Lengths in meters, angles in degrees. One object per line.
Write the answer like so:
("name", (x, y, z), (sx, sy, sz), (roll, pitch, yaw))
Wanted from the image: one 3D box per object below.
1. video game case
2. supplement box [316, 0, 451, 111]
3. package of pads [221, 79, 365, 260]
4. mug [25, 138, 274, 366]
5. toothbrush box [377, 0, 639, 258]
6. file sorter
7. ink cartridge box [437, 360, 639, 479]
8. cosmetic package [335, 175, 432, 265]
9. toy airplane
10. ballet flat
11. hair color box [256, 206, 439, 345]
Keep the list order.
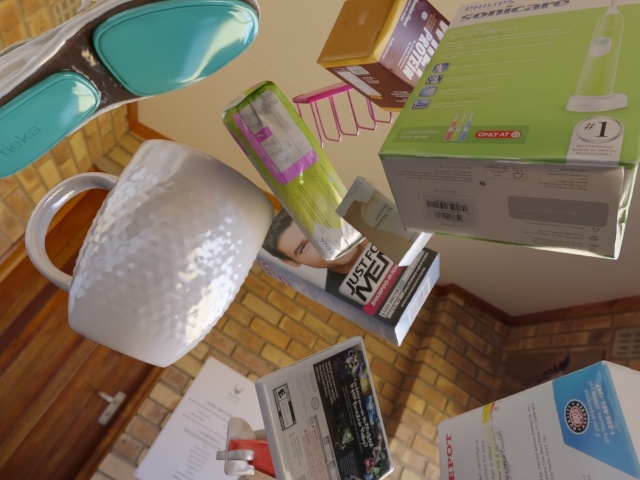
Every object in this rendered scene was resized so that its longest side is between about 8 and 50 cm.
("video game case", (0.012, 0.239, 0.545), (0.022, 0.173, 0.190), (-17, -94, 48))
("supplement box", (0.136, -0.338, 0.790), (0.194, 0.129, 0.191), (23, 5, -32))
("package of pads", (-0.048, -0.122, 0.742), (0.296, 0.101, 0.229), (54, -1, -21))
("mug", (-0.315, 0.016, 0.760), (0.374, 0.328, 0.276), (25, -19, -4))
("toothbrush box", (0.217, -0.139, 0.454), (0.206, 0.283, 0.122), (9, -33, 33))
("file sorter", (0.082, -0.462, 1.532), (0.202, 0.291, 0.182), (-135, -154, -65))
("ink cartridge box", (0.289, 0.288, 0.467), (0.197, 0.198, 0.270), (19, -39, -14))
("cosmetic package", (0.080, -0.025, 0.546), (0.115, 0.060, 0.041), (42, 22, 27))
("toy airplane", (-0.108, 0.610, 1.286), (0.386, 0.272, 0.384), (7, -39, 21))
("ballet flat", (-0.270, -0.223, 0.512), (0.139, 0.400, 0.139), (58, -5, 8))
("hair color box", (0.049, 0.050, 0.950), (0.374, 0.185, 0.113), (25, -22, 27))
